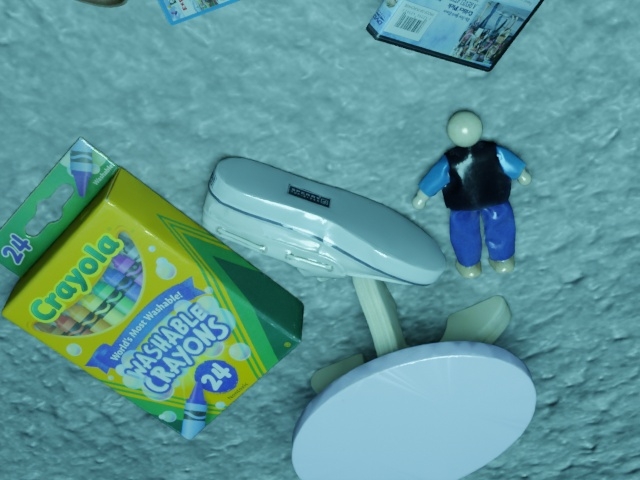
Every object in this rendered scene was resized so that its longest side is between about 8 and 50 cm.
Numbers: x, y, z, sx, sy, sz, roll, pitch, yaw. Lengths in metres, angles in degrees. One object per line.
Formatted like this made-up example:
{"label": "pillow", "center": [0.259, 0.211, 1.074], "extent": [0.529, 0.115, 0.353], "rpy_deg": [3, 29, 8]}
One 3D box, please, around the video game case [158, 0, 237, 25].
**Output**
{"label": "video game case", "center": [-0.093, -0.288, 0.973], "extent": [0.166, 0.015, 0.119], "rpy_deg": [-18, 119, 12]}

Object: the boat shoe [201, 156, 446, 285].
{"label": "boat shoe", "center": [0.000, 0.000, 1.098], "extent": [0.267, 0.096, 0.088], "rpy_deg": [19, 124, -8]}

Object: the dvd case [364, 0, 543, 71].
{"label": "dvd case", "center": [0.170, -0.269, 0.912], "extent": [0.180, 0.022, 0.253], "rpy_deg": [4, 131, -46]}

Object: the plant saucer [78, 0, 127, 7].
{"label": "plant saucer", "center": [-0.255, -0.278, 0.912], "extent": [0.198, 0.198, 0.036], "rpy_deg": [26, 80, -13]}

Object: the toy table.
{"label": "toy table", "center": [0.098, 0.162, 1.152], "extent": [0.274, 0.161, 0.252], "rpy_deg": [-14, 119, 9]}

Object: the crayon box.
{"label": "crayon box", "center": [-0.205, 0.064, 1.149], "extent": [0.323, 0.083, 0.203], "rpy_deg": [38, 115, -18]}

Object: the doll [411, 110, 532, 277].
{"label": "doll", "center": [0.161, -0.049, 1.089], "extent": [0.129, 0.046, 0.189], "rpy_deg": [-8, 121, 6]}
